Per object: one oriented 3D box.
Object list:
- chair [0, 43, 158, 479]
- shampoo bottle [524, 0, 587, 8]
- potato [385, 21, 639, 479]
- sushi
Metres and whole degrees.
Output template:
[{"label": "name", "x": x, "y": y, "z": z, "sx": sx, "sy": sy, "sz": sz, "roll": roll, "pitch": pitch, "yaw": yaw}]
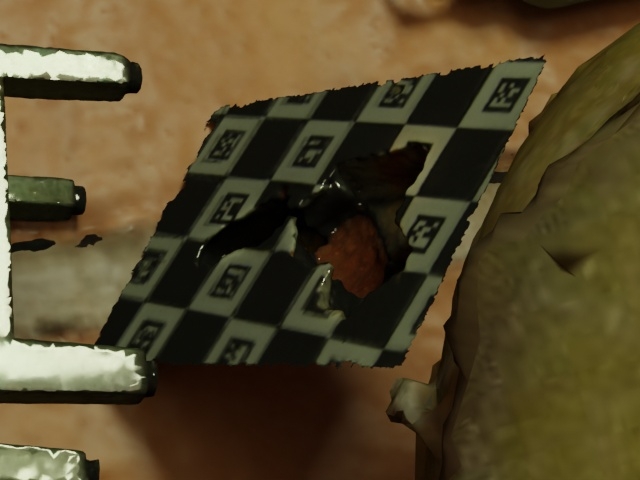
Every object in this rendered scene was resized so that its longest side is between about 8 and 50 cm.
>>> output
[{"label": "chair", "x": -0.205, "y": 0.013, "z": 0.721, "sx": 0.270, "sy": 0.136, "sz": 0.147, "roll": 1, "pitch": 67, "yaw": -16}, {"label": "shampoo bottle", "x": 0.128, "y": -0.140, "z": 0.937, "sx": 0.195, "sy": 0.056, "sz": 0.056, "roll": -16, "pitch": 75, "yaw": -22}, {"label": "potato", "x": 0.218, "y": 0.116, "z": 0.723, "sx": 0.385, "sy": 0.319, "sz": 0.442, "roll": -10, "pitch": 95, "yaw": 2}, {"label": "sushi", "x": 0.000, "y": 0.000, "z": 0.781, "sx": 0.031, "sy": 0.201, "sz": 0.139, "roll": 42, "pitch": 63, "yaw": -31}]
